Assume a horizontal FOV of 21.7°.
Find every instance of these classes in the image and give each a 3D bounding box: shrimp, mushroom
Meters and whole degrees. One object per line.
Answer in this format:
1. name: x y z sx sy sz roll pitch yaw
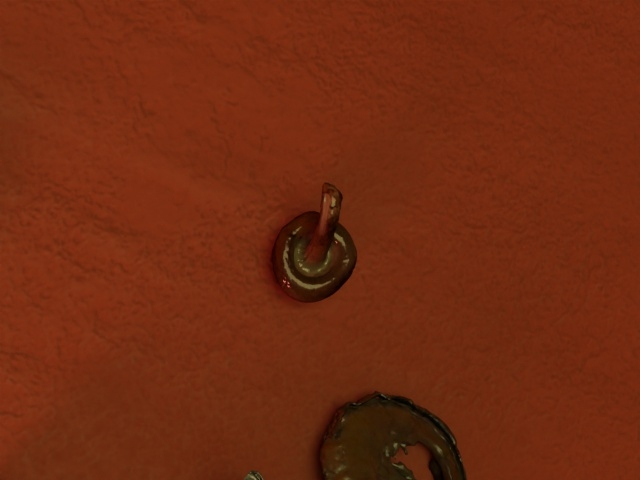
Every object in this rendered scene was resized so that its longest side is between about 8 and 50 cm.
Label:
1. shrimp: 0.092 0.273 1.725 0.173 0.058 0.253 -34 95 -32
2. mushroom: -0.001 -0.003 1.703 0.088 0.073 0.130 13 112 -7

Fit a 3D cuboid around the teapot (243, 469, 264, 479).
1. teapot: -0.028 0.323 1.611 0.159 0.159 0.232 -34 96 -24
